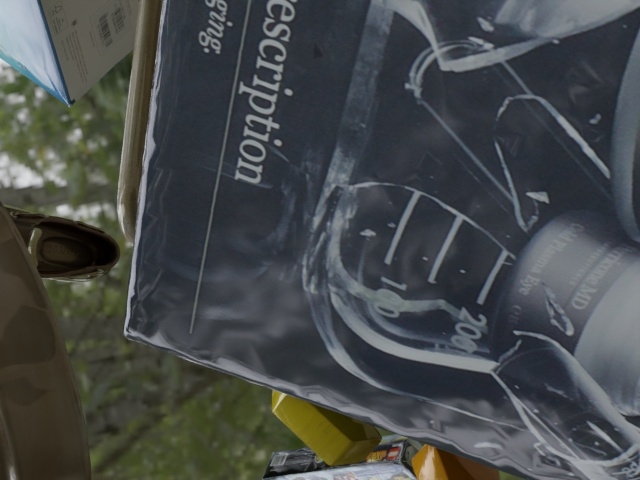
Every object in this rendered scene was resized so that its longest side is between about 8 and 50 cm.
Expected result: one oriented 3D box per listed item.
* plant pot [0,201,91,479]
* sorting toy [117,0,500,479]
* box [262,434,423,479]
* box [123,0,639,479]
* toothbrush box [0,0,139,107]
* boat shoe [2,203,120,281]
[{"bbox_3d":[-0.381,0.133,1.187,0.323,0.280,0.323,45,145,44],"label":"plant pot"},{"bbox_3d":[0.000,0.000,0.722,0.229,0.041,0.307,22,-143,-20],"label":"sorting toy"},{"bbox_3d":[0.036,0.186,1.054,0.094,0.137,0.027,47,-132,-28],"label":"box"},{"bbox_3d":[0.122,-0.086,0.472,0.179,0.312,0.343,-66,-8,-47],"label":"box"},{"bbox_3d":[-0.321,-0.299,1.373,0.126,0.295,0.216,-47,-24,-23],"label":"toothbrush box"},{"bbox_3d":[-0.350,0.000,1.642,0.257,0.095,0.095,2,-93,-35],"label":"boat shoe"}]
